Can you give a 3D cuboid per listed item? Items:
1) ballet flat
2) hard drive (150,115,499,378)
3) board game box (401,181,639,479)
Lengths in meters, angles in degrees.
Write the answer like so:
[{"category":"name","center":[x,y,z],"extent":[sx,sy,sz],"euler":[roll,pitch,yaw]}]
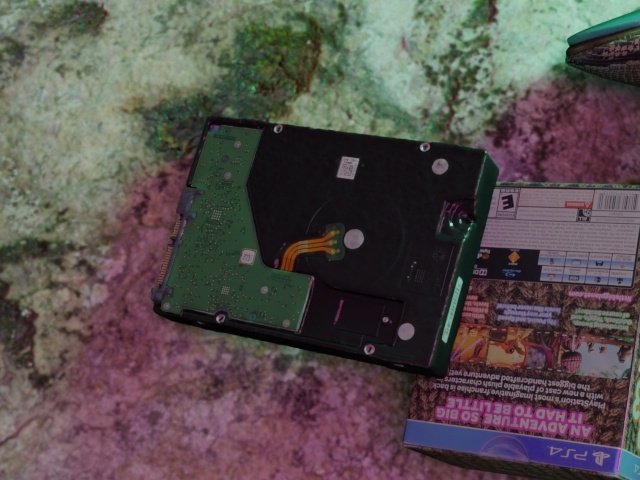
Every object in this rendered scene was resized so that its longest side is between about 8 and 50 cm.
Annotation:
[{"category":"ballet flat","center":[0.520,-0.260,1.476],"extent":[0.483,0.164,0.182],"euler":[-30,100,-10]},{"category":"hard drive","center":[0.000,0.000,1.358],"extent":[0.339,0.064,0.237],"euler":[9,75,26]},{"category":"board game box","center":[0.240,0.097,1.324],"extent":[0.232,0.141,0.291],"euler":[3,75,33]}]
